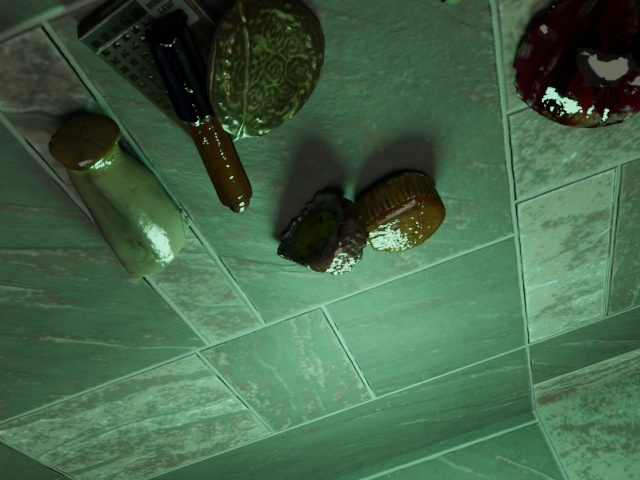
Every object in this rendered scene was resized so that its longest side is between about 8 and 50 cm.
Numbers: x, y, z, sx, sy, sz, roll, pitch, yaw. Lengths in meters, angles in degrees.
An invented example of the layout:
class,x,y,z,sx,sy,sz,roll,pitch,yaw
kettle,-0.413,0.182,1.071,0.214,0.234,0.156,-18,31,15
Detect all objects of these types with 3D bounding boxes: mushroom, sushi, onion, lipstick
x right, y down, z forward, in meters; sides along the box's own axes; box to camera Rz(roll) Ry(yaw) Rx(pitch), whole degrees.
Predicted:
class,x,y,z,sx,sy,sz,roll,pitch,yaw
mushroom,-0.363,-0.070,1.233,0.154,0.137,0.407,-4,146,5
sushi,0.006,0.013,1.424,0.108,0.161,0.241,20,127,-37
onion,0.515,-0.317,1.238,0.280,0.146,0.314,-1,142,-11
lipstick,-0.194,-0.191,1.119,0.077,0.077,0.418,-16,143,0

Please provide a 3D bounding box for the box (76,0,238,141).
class,x,y,z,sx,sy,sz,roll,pitch,yaw
box,-0.218,-0.288,1.091,0.180,0.047,0.325,-29,139,17

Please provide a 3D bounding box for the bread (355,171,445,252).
class,x,y,z,sx,sy,sz,roll,pitch,yaw
bread,0.179,-0.055,1.450,0.199,0.104,0.199,-11,141,-9

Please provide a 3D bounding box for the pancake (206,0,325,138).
class,x,y,z,sx,sy,sz,roll,pitch,yaw
pancake,-0.088,-0.286,1.079,0.250,0.031,0.250,-28,136,-32

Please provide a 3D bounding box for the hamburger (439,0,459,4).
class,x,y,z,sx,sy,sz,roll,pitch,yaw
hamburger,0.245,-0.480,0.853,0.195,0.276,0.318,-12,179,-8
